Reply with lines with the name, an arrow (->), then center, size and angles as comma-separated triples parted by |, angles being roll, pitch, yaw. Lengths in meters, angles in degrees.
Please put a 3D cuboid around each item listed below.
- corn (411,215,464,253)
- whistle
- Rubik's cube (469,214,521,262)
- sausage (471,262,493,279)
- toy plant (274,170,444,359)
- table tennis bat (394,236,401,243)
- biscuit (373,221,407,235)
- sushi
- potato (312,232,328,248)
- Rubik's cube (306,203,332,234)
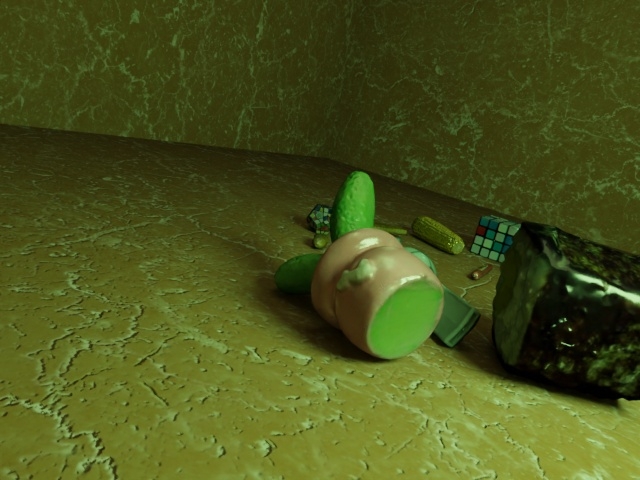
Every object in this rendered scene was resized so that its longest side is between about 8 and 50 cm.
corn -> 0.446, -0.022, 1.860 | 0.091, 0.091, 0.260 | -30, 31, -15
whistle -> 0.203, 0.102, 1.075 | 0.163, 0.164, 0.289 | 7, 15, -23
Rubik's cube -> 0.703, -0.006, 1.907 | 0.155, 0.151, 0.154 | 24, 19, 31
sausage -> 0.533, 0.102, 1.596 | 0.029, 0.030, 0.223 | 21, 17, 28
toy plant -> 0.085, 0.048, 0.953 | 0.210, 0.317, 0.356 | 34, 4, -31
table tennis bat -> 0.166, -0.017, 1.699 | 0.244, 0.040, 0.153 | 15, 12, 18
biscuit -> 0.189, -0.053, 1.794 | 0.254, 0.029, 0.172 | 6, 7, -43
sushi -> 0.495, 0.142, 0.933 | 0.294, 0.300, 0.281 | 12, 42, 4
potato -> 0.000, 0.000, 1.477 | 0.046, 0.045, 0.092 | -22, 9, 9
Rubik's cube -> 0.007, -0.072, 1.650 | 0.093, 0.111, 0.111 | -9, -2, 39
